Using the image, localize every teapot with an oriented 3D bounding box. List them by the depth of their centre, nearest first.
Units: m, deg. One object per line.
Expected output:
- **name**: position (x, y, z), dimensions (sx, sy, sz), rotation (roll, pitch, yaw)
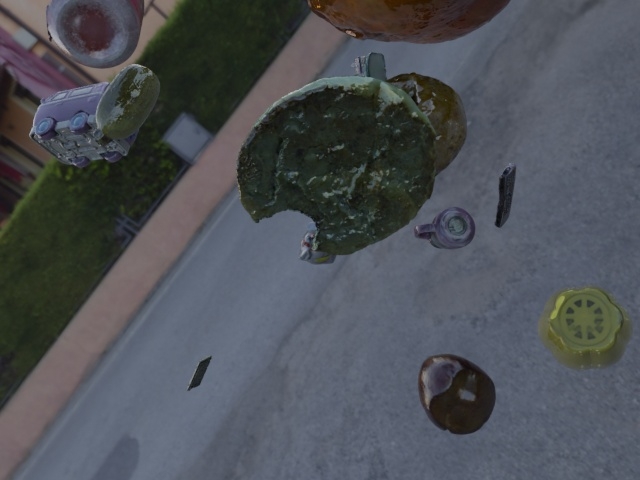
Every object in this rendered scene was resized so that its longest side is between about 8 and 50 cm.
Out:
- **teapot**: position (0.345, -0.018, 1.562), dimensions (0.148, 0.116, 0.146), rotation (-29, -5, -13)

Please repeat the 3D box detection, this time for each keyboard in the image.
- **keyboard**: position (-0.352, 0.386, 1.610), dimensions (0.049, 0.015, 0.129), rotation (-27, -30, -55)

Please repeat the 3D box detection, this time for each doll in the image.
- **doll**: position (0.000, 0.000, 0.985), dimensions (0.094, 0.079, 0.180), rotation (-34, -13, -10)

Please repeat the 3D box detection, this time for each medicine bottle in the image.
- **medicine bottle**: position (-0.380, -0.407, 0.964), dimensions (0.147, 0.147, 0.247), rotation (-42, 36, 22)

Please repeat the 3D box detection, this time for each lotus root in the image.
- **lotus root**: position (-0.390, -0.266, 1.103), dimensions (0.182, 0.090, 0.077), rotation (-58, 0, -10)

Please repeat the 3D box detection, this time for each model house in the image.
- **model house**: position (0.121, -0.467, 1.554), dimensions (0.100, 0.100, 0.088), rotation (4, 16, 42)

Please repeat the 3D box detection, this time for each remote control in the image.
- **remote control**: position (0.476, -0.113, 1.432), dimensions (0.028, 0.212, 0.059), rotation (33, 66, 31)

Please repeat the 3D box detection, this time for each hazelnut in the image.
- **hazelnut**: position (0.387, 0.425, 1.574), dimensions (0.218, 0.233, 0.218), rotation (-24, 13, 6)

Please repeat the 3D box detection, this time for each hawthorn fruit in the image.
- **hawthorn fruit**: position (0.146, -0.575, 1.037), dimensions (0.472, 0.472, 0.471), rotation (-40, 26, 24)

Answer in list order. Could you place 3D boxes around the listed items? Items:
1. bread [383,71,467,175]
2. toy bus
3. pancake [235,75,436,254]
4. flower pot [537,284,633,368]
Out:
- **bread**: position (0.136, -0.195, 0.951), dimensions (0.230, 0.123, 0.229), rotation (-17, 45, 17)
- **toy bus**: position (-0.533, -0.261, 1.259), dimensions (0.203, 0.142, 0.142), rotation (-5, 63, 20)
- **pancake**: position (0.025, -0.088, 0.690), dimensions (0.254, 0.254, 0.037), rotation (-42, 27, 20)
- **flower pot**: position (0.564, 0.178, 1.183), dimensions (0.195, 0.179, 0.195), rotation (-6, 73, 22)
